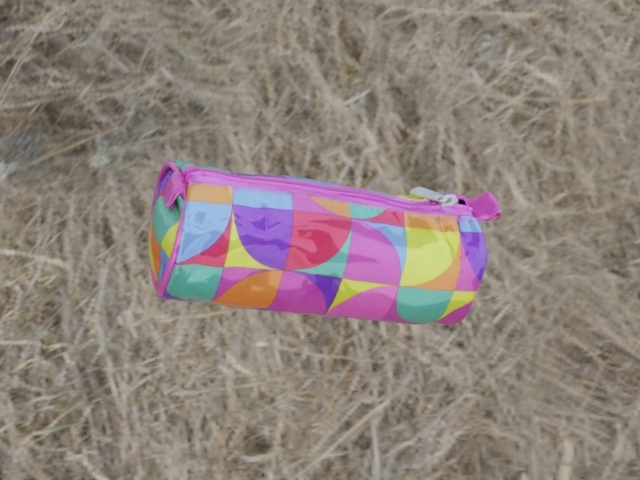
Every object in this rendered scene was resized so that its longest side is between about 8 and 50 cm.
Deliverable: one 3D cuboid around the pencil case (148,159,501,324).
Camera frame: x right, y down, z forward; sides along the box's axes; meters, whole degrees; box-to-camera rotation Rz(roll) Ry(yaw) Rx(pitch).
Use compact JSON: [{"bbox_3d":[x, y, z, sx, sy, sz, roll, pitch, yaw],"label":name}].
[{"bbox_3d":[0.000,0.000,0.814,0.236,0.104,0.105,4,77,-19],"label":"pencil case"}]
